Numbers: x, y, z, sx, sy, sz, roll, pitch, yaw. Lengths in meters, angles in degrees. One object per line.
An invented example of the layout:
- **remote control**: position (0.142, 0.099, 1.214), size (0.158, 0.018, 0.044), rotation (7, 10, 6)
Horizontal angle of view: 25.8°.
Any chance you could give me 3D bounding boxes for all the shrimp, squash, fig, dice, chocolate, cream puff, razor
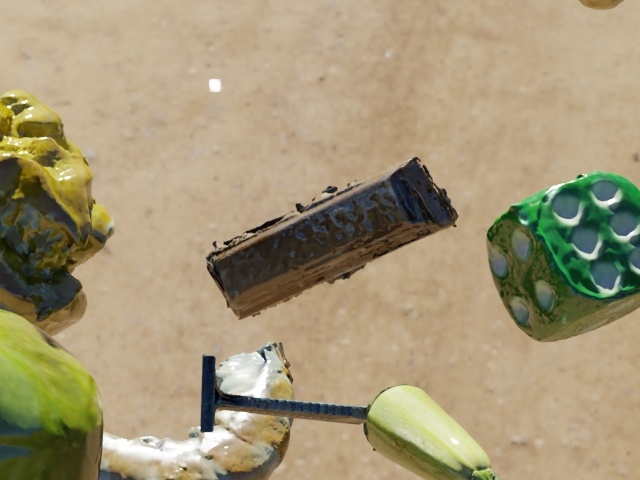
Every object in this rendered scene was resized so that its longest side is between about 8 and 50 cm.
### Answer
- **shrimp**: position (-0.139, 0.198, 1.386), size (0.287, 0.068, 0.185), rotation (-15, 38, -21)
- **squash**: position (0.143, 0.242, 1.570), size (0.094, 0.094, 0.224), rotation (-16, 23, -25)
- **fig**: position (-0.294, 0.121, 0.870), size (0.314, 0.233, 0.233), rotation (26, 22, -28)
- **dice**: position (0.240, 0.015, 1.300), size (0.131, 0.120, 0.128), rotation (-17, 74, -20)
- **chocolate**: position (-0.001, 0.005, 1.498), size (0.329, 0.102, 0.065), rotation (-25, 10, 39)
- **cream puff**: position (-0.362, -0.022, 1.556), size (0.257, 0.291, 0.324), rotation (1, 49, 44)
- **razor**: position (-0.033, 0.141, 1.207), size (0.190, 0.066, 0.033), rotation (12, -19, -40)

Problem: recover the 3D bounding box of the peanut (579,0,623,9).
- **peanut**: position (0.314, -0.385, 1.708), size (0.103, 0.229, 0.098), rotation (-27, 25, 1)
